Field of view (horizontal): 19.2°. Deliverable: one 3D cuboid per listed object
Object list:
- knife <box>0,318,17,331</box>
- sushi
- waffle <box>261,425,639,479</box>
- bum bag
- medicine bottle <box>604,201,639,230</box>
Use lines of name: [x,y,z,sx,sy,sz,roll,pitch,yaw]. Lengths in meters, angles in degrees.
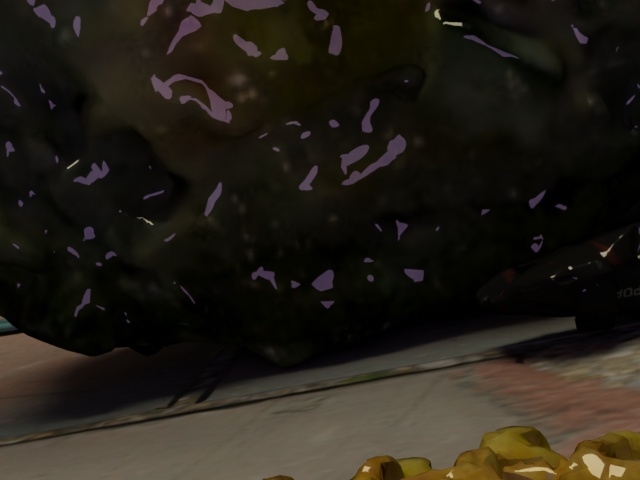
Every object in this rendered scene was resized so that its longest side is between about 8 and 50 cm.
knife: [-0.155,0.040,0.937,0.096,0.010,0.027,-10,8,20]
sushi: [-0.003,-0.109,0.728,0.352,0.294,0.178,-14,10,2]
waffle: [0.008,0.073,0.329,0.191,0.038,0.191,-13,8,2]
bum bag: [0.116,0.009,0.638,0.124,0.034,0.058,-13,-2,-10]
medicine bottle: [0.155,-0.036,0.824,0.199,0.058,0.057,-8,9,35]
